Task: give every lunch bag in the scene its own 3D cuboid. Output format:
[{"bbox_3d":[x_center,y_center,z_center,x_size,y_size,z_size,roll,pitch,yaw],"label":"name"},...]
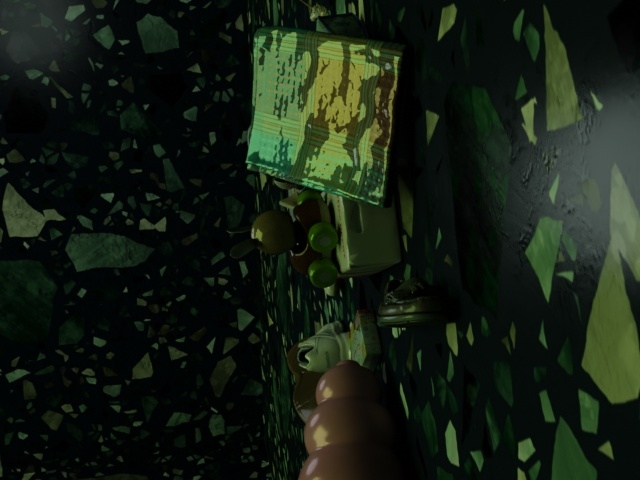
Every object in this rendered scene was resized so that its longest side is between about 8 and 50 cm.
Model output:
[{"bbox_3d":[0.046,-0.333,1.726,0.129,0.096,0.151,97,150,-43],"label":"lunch bag"}]

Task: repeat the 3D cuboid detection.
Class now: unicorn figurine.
[{"bbox_3d":[0.011,-0.435,1.988,0.162,0.060,0.111,58,156,33],"label":"unicorn figurine"}]

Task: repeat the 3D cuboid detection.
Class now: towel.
[{"bbox_3d":[-0.001,-0.220,1.582,0.370,0.040,0.272,21,111,46],"label":"towel"}]

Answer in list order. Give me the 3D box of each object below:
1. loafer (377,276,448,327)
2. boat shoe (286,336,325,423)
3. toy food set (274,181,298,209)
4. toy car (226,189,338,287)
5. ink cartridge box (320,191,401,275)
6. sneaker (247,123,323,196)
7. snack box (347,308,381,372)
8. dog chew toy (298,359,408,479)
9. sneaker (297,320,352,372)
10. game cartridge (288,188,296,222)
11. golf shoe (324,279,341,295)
[{"bbox_3d":[0.133,0.092,1.431,0.267,0.096,0.084,135,135,-80],"label":"loafer"},{"bbox_3d":[0.003,0.371,2.322,0.110,0.121,0.341,48,-169,-26],"label":"boat shoe"},{"bbox_3d":[-0.052,-0.224,2.190,0.219,0.092,0.306,-157,63,-65],"label":"toy food set"},{"bbox_3d":[-0.074,0.001,1.684,0.155,0.188,0.149,-110,17,-58],"label":"toy car"},{"bbox_3d":[0.068,-0.025,1.705,0.237,0.100,0.172,141,123,-79],"label":"ink cartridge box"},{"bbox_3d":[-0.047,-0.186,1.918,0.341,0.125,0.140,47,-142,-53],"label":"sneaker"},{"bbox_3d":[0.090,0.214,1.890,0.141,0.037,0.100,102,159,-60],"label":"snack box"},{"bbox_3d":[0.059,0.386,1.733,0.207,0.206,0.332,102,169,-60],"label":"dog chew toy"},{"bbox_3d":[0.004,0.250,2.146,0.297,0.129,0.111,157,105,-81],"label":"sneaker"},{"bbox_3d":[-0.044,-0.129,2.455,0.297,0.062,0.198,-136,46,-75],"label":"game cartridge"},{"bbox_3d":[-0.001,0.073,2.210,0.186,0.086,0.067,-111,20,-54],"label":"golf shoe"}]
